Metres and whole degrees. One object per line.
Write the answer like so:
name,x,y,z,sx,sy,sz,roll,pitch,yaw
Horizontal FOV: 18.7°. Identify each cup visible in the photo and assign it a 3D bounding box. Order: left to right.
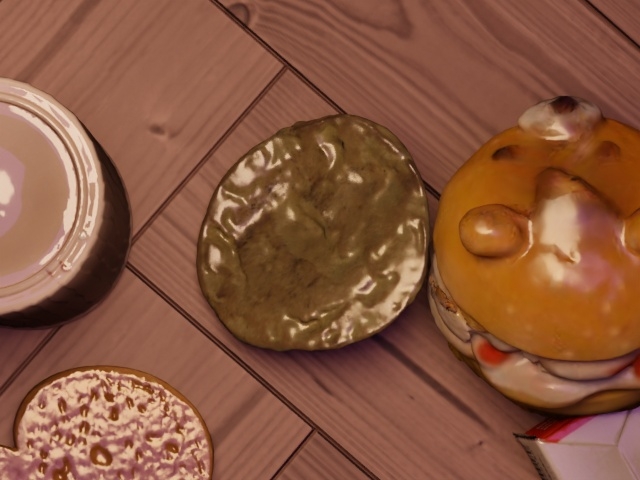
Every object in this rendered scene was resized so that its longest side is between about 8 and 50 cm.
cup,-0.292,-0.059,1.711,0.208,0.273,0.288,-22,89,-3

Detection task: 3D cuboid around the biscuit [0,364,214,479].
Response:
biscuit,-0.235,0.237,1.801,0.288,0.044,0.202,-35,89,-9

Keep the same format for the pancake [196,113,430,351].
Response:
pancake,0.000,0.000,1.819,0.241,0.050,0.242,-6,75,22

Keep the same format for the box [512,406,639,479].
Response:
box,0.288,0.226,1.847,0.133,0.099,0.182,-32,91,-11

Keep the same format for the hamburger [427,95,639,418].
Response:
hamburger,0.223,0.006,1.757,0.276,0.237,0.276,-4,62,7
